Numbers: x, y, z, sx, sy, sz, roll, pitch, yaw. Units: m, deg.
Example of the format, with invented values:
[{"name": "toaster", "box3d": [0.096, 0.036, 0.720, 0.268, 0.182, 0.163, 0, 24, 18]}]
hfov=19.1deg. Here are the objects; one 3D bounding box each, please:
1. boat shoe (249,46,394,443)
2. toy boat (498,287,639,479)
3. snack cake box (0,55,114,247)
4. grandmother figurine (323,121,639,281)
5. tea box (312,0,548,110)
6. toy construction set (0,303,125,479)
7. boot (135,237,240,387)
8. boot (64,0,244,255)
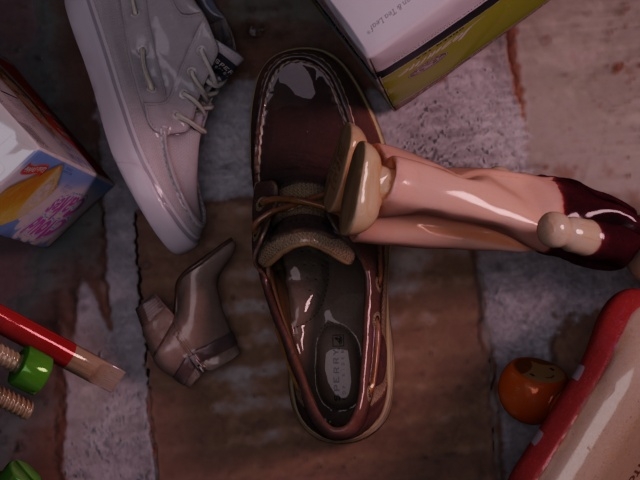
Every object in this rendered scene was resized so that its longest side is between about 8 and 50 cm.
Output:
[{"name": "boat shoe", "box3d": [0.000, 0.000, 1.582, 0.123, 0.123, 0.341, -4, 85, 6]}, {"name": "toy boat", "box3d": [0.210, 0.140, 1.555, 0.151, 0.151, 0.231, 32, 90, 37]}, {"name": "snack cake box", "box3d": [-0.274, -0.086, 1.550, 0.089, 0.264, 0.152, -43, 82, 2]}, {"name": "grandmother figurine", "box3d": [0.179, -0.018, 1.534, 0.342, 0.208, 0.104, 12, 113, -13]}, {"name": "tea box", "box3d": [0.118, -0.296, 1.491, 0.329, 0.323, 0.220, -36, 83, 2]}, {"name": "toy construction set", "box3d": [-0.244, 0.235, 1.567, 0.237, 0.257, 0.308, 29, 81, -21]}, {"name": "boot", "box3d": [-0.098, 0.066, 1.634, 0.118, 0.042, 0.087, -38, 89, 4]}, {"name": "boot", "box3d": [-0.121, -0.126, 1.619, 0.123, 0.095, 0.258, -23, 82, 11]}]
